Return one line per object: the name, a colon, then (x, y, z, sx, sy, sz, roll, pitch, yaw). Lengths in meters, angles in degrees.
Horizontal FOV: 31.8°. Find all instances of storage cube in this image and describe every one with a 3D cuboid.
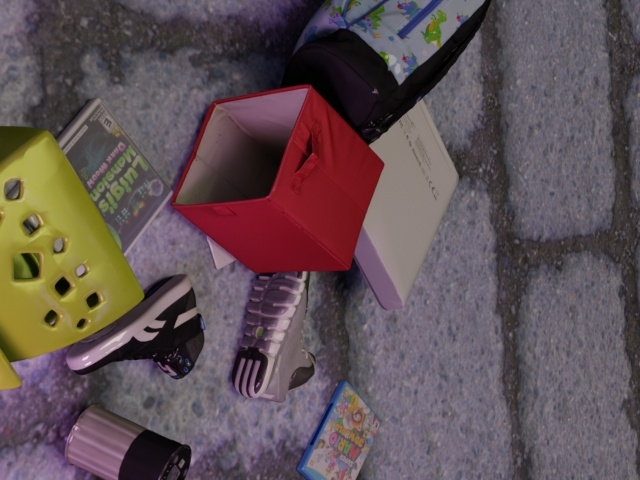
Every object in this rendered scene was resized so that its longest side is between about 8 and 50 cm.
storage cube: (-0.054, -0.078, 1.557, 0.193, 0.215, 0.183, 42, 57, -41)

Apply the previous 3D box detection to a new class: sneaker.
sneaker: (-0.047, 0.133, 1.665, 0.132, 0.086, 0.228, 30, 76, -48)
sneaker: (-0.223, 0.144, 1.458, 0.217, 0.079, 0.121, -39, 115, -43)

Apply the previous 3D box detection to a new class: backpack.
backpack: (0.103, -0.312, 1.682, 0.356, 0.290, 0.273, -33, 84, -23)

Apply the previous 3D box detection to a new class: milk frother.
milk frother: (-0.250, 0.299, 1.379, 0.143, 0.135, 0.129, -54, 156, -39)

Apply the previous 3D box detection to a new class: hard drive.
hard drive: (0.124, -0.087, 1.824, 0.233, 0.047, 0.353, 61, 35, -27)

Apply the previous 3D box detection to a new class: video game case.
video game case: (0.033, 0.324, 1.785, 0.119, 0.015, 0.166, 51, 54, -34)
video game case: (-0.290, -0.057, 1.437, 0.173, 0.022, 0.190, 55, 51, -32)

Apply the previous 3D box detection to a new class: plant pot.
plant pot: (-0.366, 0.026, 1.208, 0.207, 0.227, 0.228, -45, 121, -32)

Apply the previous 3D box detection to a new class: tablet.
tablet: (-0.129, 0.003, 1.625, 0.083, 0.006, 0.054, -30, 110, -45)
